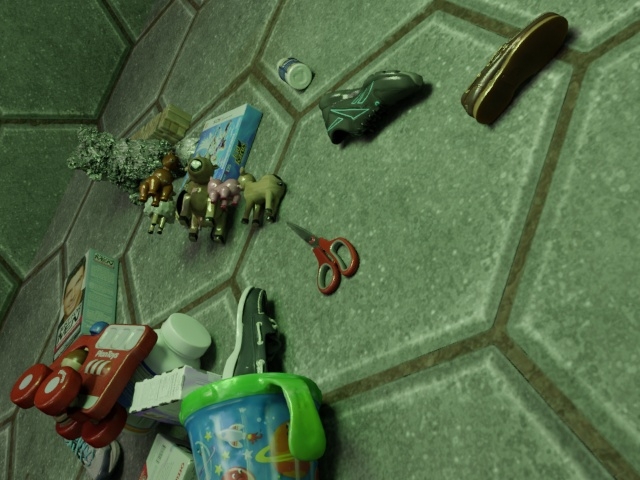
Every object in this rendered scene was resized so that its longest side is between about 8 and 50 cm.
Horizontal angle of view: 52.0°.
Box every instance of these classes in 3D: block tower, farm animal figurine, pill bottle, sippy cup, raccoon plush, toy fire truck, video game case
[{"bbox_3d":[-0.595,-0.364,2.346,0.335,0.097,0.091,-26,46,44],"label":"block tower"},{"bbox_3d":[-0.265,-0.118,1.611,0.327,0.330,0.172,120,160,-63],"label":"farm animal figurine"},{"bbox_3d":[-0.073,-0.441,1.713,0.067,0.067,0.120,-55,34,10],"label":"pill bottle"},{"bbox_3d":[-0.100,0.358,1.046,0.240,0.305,0.224,-10,60,0],"label":"sippy cup"},{"bbox_3d":[-0.611,-0.307,2.136,0.446,0.299,0.216,-32,43,37],"label":"raccoon plush"},{"bbox_3d":[-0.504,0.290,1.430,0.302,0.169,0.254,-5,44,44],"label":"toy fire truck"},{"bbox_3d":[-0.291,-0.238,1.869,0.244,0.061,0.269,-7,61,53],"label":"video game case"},{"bbox_3d":[-0.371,0.300,1.499,0.272,0.152,0.152,-52,34,14],"label":"pill bottle"}]

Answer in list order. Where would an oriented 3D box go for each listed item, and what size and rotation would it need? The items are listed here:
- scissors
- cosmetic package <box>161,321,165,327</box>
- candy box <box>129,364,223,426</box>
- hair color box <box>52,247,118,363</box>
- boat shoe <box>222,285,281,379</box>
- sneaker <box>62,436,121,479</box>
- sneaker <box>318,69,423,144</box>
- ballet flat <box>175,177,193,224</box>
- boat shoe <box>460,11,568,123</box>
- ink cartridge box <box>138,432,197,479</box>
[{"bbox_3d":[0.000,0.000,1.341,0.109,0.021,0.297,-53,33,17],"label":"scissors"},{"bbox_3d":[-0.379,0.261,1.641,0.060,0.041,0.115,-23,49,45],"label":"cosmetic package"},{"bbox_3d":[-0.259,0.321,1.320,0.196,0.165,0.070,-25,49,42],"label":"candy box"},{"bbox_3d":[-0.749,0.225,2.106,0.185,0.113,0.374,-45,36,24],"label":"hair color box"},{"bbox_3d":[-0.121,0.209,1.287,0.091,0.114,0.302,-4,45,8],"label":"boat shoe"},{"bbox_3d":[-0.597,0.523,1.672,0.110,0.122,0.283,-59,33,5],"label":"sneaker"},{"bbox_3d":[0.106,-0.272,1.348,0.267,0.101,0.106,-11,80,49],"label":"sneaker"},{"bbox_3d":[-0.367,-0.106,1.807,0.058,0.084,0.250,-38,-3,-34],"label":"ballet flat"},{"bbox_3d":[0.310,-0.291,1.077,0.207,0.073,0.073,-48,37,20],"label":"boat shoe"},{"bbox_3d":[-0.295,0.486,1.332,0.175,0.072,0.127,6,71,55],"label":"ink cartridge box"}]
